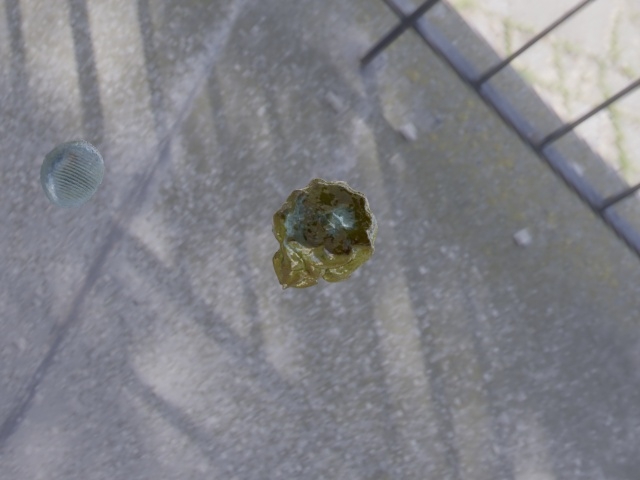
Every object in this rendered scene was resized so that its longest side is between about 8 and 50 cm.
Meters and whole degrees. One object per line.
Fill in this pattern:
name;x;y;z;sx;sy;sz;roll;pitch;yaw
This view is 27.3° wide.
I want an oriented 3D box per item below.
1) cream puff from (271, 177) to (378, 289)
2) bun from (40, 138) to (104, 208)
cream puff;0.000;0.000;1.725;0.146;0.116;0.146;10;54;-14
bun;-0.292;-0.079;1.535;0.083;0.045;0.083;-12;114;-31
